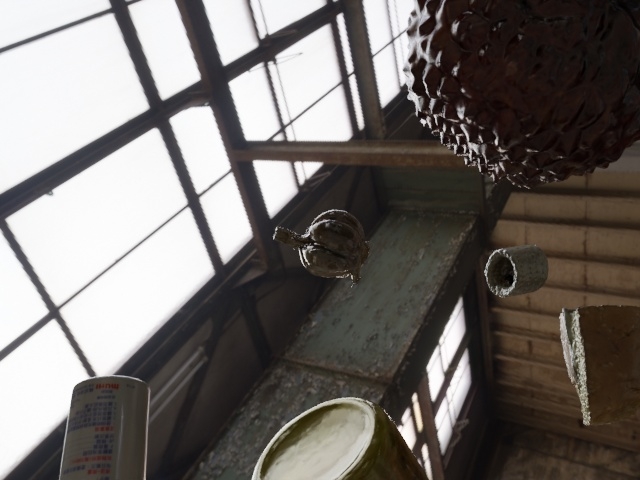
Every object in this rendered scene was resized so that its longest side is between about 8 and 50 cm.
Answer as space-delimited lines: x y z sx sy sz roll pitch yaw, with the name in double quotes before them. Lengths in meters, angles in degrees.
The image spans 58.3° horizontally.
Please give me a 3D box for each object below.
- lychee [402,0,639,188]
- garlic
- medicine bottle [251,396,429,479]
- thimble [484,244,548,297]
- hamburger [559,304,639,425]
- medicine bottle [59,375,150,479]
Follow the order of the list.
"lychee" 0.335 -0.302 0.878 0.424 0.425 0.500 28 -22 13
"garlic" 0.000 0.000 1.112 0.194 0.131 0.127 22 -18 20
"medicine bottle" 0.084 0.440 0.832 0.224 0.224 0.384 -16 -70 41
"thimble" 0.416 0.064 1.212 0.115 0.090 0.102 141 -60 -67
"hamburger" 0.508 0.215 0.999 0.155 0.208 0.135 -2 -25 17
"medicine bottle" -0.340 0.394 0.890 0.130 0.341 0.130 -5 -34 -3
